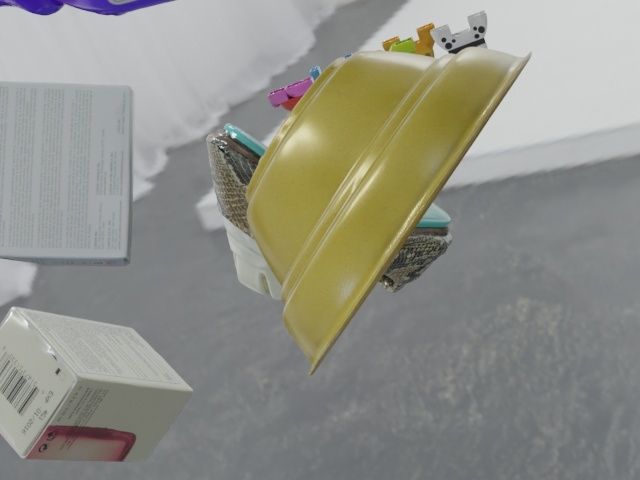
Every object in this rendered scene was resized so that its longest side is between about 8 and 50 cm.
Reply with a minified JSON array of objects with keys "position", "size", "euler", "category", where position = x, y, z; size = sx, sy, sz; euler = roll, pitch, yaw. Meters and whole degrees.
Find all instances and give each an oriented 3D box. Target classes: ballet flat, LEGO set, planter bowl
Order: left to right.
[{"position":[0.000,0.000,1.482],"size":[0.164,0.482,0.182],"euler":[39,103,31],"category":"ballet flat"},{"position":[0.020,-0.038,0.680],"size":[0.217,0.090,0.217],"euler":[-55,-3,-4],"category":"planter bowl"},{"position":[0.073,-0.151,1.227],"size":[0.227,0.093,0.087],"euler":[-20,15,10],"category":"LEGO set"}]

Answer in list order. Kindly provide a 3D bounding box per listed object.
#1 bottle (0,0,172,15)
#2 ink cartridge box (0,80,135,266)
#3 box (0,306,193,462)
[{"position":[-0.121,-0.198,0.739],"size":[0.282,0.118,0.092],"euler":[-9,18,24],"category":"bottle"},{"position":[-0.310,-0.071,1.247],"size":[0.232,0.189,0.066],"euler":[1,-13,-4],"category":"ink cartridge box"},{"position":[-0.302,0.186,1.529],"size":[0.148,0.232,0.127],"euler":[40,101,31],"category":"box"}]
